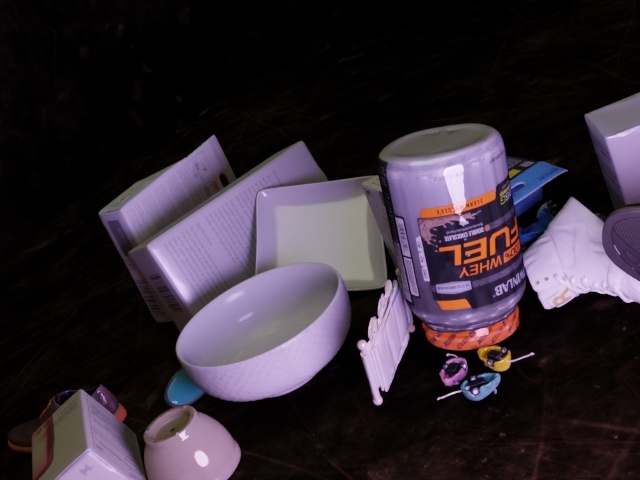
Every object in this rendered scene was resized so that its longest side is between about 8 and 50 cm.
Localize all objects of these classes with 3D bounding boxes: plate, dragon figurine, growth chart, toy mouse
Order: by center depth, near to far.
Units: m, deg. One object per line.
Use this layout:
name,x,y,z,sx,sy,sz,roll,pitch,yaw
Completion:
toy mouse,0.235,0.217,1.439,0.143,0.031,0.161,-38,25,-29
growth chart,0.115,0.154,1.540,0.021,0.172,0.237,3,34,23
dragon figurine,0.387,0.008,1.673,0.289,0.085,0.144,-20,22,9
plate,0.000,0.000,1.958,0.277,0.045,0.278,-7,59,9

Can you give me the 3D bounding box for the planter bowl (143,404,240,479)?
planter bowl,-0.229,0.347,1.539,0.162,0.109,0.162,-21,23,9

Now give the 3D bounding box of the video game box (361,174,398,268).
video game box,0.171,-0.019,1.807,0.048,0.205,0.187,-29,23,-13

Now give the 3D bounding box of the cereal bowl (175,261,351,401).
cereal bowl,-0.090,0.186,1.708,0.338,0.141,0.339,-21,23,10

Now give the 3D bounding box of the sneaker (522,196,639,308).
sneaker,0.442,0.069,1.486,0.169,0.108,0.292,-48,36,10

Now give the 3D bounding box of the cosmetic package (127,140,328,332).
cosmetic package,-0.178,-0.009,2.091,0.453,0.230,0.161,-36,10,-26

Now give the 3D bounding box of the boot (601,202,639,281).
boot,0.630,-0.032,1.367,0.377,0.138,0.284,7,32,23

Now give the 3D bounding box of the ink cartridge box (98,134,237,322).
ink cartridge box,-0.327,-0.036,2.236,0.091,0.308,0.385,-7,28,36

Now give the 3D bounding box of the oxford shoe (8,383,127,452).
oxford shoe,-0.526,0.352,1.857,0.271,0.098,0.097,-19,23,15

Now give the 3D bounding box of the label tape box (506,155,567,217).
label tape box,0.316,-0.072,1.899,0.249,0.115,0.347,-34,26,-19

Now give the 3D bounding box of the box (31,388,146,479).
box,-0.391,0.382,1.551,0.127,0.149,0.232,-43,23,-1

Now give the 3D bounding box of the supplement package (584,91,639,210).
supplement package,0.607,-0.153,1.642,0.194,0.203,0.149,-21,22,9

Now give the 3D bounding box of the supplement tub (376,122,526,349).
supplement tub,0.222,-0.005,1.512,0.207,0.338,0.207,-13,20,5

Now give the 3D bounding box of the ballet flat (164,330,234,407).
ballet flat,-0.239,0.259,1.817,0.074,0.074,0.203,-1,38,45
